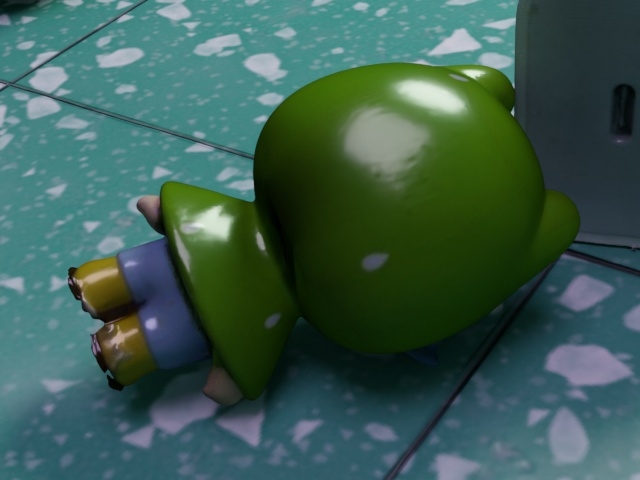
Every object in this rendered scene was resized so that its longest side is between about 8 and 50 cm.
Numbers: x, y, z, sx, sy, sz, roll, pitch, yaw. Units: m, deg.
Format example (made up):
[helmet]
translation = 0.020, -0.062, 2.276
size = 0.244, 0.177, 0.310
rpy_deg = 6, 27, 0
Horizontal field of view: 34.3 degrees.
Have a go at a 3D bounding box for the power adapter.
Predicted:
[power adapter]
translation = 0.204, -0.143, 0.658
size = 0.124, 0.187, 0.255
rpy_deg = 8, 40, 18

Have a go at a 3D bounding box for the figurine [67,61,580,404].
[figurine]
translation = 0.000, 0.000, 0.557
size = 0.263, 0.143, 0.162
rpy_deg = -22, 67, -3
